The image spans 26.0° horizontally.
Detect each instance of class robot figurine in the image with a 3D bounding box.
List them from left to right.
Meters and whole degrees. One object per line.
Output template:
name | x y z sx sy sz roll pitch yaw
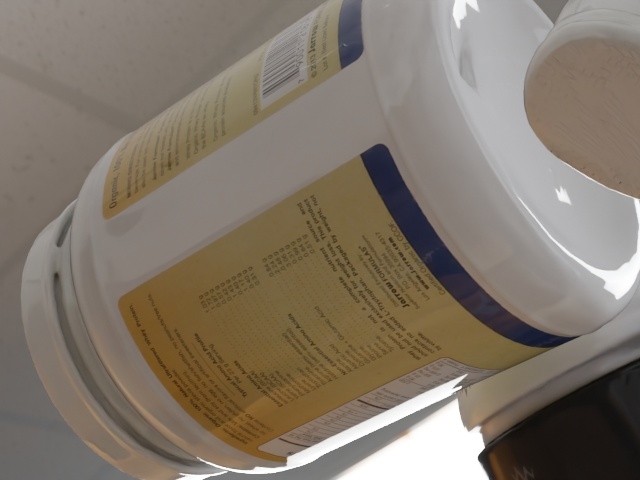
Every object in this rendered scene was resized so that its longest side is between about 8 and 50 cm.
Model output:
robot figurine | 0.205 0.154 0.899 0.209 0.278 0.173 -33 -17 20

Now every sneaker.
sneaker | 0.175 -0.026 0.475 0.080 0.212 0.094 -53 1 43

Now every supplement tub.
supplement tub | 0.000 0.000 0.808 0.316 0.228 0.228 -29 -27 31
